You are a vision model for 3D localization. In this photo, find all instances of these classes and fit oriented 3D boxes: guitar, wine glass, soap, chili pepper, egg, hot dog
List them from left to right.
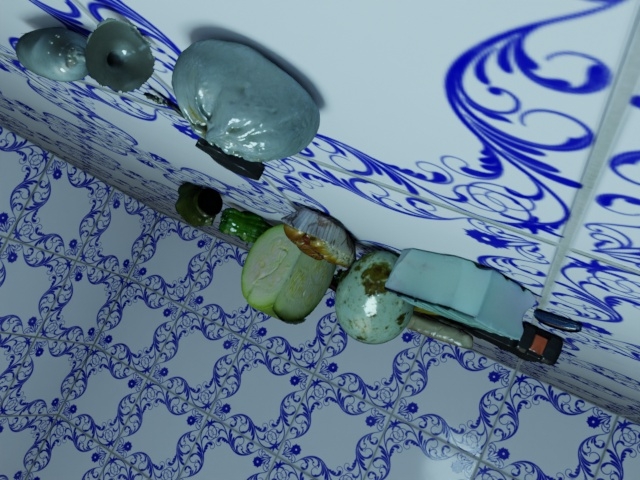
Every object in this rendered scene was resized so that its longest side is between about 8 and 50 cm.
[{"bbox_3d":[-0.279,-0.209,0.620,0.262,0.074,0.074,20,172,43],"label":"wine glass"},{"bbox_3d":[-0.171,-0.152,0.817,0.088,0.025,0.233,21,172,36],"label":"guitar"},{"bbox_3d":[-0.168,-0.022,1.557,0.253,0.083,0.099,24,176,-35],"label":"chili pepper"},{"bbox_3d":[0.000,0.000,1.147,0.144,0.075,0.268,19,174,22],"label":"hot dog"},{"bbox_3d":[0.116,0.117,1.161,0.169,0.169,0.231,23,135,16],"label":"egg"},{"bbox_3d":[0.227,0.088,0.954,0.145,0.091,0.230,28,171,-25],"label":"soap"}]

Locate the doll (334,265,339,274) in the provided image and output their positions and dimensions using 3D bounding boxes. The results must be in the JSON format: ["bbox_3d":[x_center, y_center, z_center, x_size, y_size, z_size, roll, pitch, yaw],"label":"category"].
[{"bbox_3d":[0.016,0.085,1.769,0.106,0.062,0.162,20,172,1],"label":"doll"}]

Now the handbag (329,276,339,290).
[{"bbox_3d":[-0.036,0.105,2.052,0.260,0.084,0.275,24,173,29],"label":"handbag"}]

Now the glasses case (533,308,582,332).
[{"bbox_3d":[0.421,0.147,0.982,0.083,0.023,0.033,19,169,42],"label":"glasses case"}]

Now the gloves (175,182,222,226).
[{"bbox_3d":[-0.340,-0.098,1.522,0.135,0.107,0.268,59,166,-14],"label":"gloves"}]

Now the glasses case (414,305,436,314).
[{"bbox_3d":[0.225,0.120,1.230,0.064,0.079,0.234,38,169,-18],"label":"glasses case"}]

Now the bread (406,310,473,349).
[{"bbox_3d":[0.249,0.193,1.262,0.214,0.053,0.073,18,-178,34],"label":"bread"}]

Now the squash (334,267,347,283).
[{"bbox_3d":[0.123,0.138,1.479,0.087,0.087,0.331,29,178,-31],"label":"squash"}]

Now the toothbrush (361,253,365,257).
[{"bbox_3d":[0.150,0.084,1.435,0.037,0.028,0.375,16,170,22],"label":"toothbrush"}]

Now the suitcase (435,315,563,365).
[{"bbox_3d":[0.396,0.201,1.295,0.285,0.066,0.206,25,173,7],"label":"suitcase"}]

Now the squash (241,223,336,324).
[{"bbox_3d":[-0.041,0.116,1.490,0.210,0.234,0.309,21,170,48],"label":"squash"}]

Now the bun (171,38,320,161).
[{"bbox_3d":[-0.074,-0.117,0.506,0.140,0.083,0.141,27,175,2],"label":"bun"}]

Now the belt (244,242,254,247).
[{"bbox_3d":[-0.177,0.017,1.900,0.232,0.071,0.053,23,180,18],"label":"belt"}]
